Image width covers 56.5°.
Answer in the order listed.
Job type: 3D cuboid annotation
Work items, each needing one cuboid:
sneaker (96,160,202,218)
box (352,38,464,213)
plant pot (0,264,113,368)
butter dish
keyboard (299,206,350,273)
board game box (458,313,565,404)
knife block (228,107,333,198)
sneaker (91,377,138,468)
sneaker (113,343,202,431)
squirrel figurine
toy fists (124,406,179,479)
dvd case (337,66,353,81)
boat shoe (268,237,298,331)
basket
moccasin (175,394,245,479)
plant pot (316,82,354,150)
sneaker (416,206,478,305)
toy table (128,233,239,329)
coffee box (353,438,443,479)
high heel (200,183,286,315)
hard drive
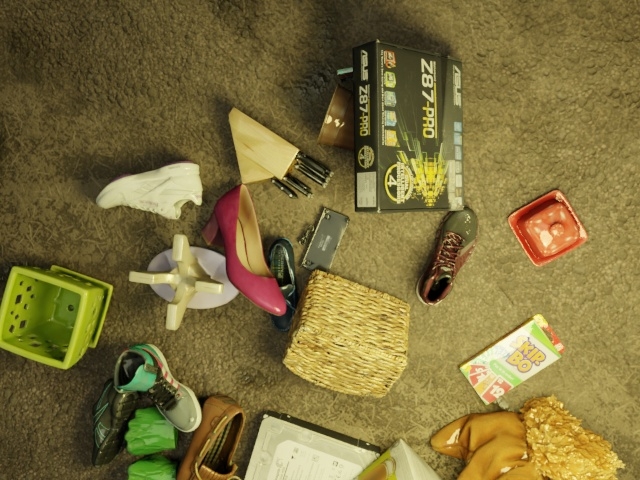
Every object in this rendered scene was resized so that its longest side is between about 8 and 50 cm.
[{"bbox_3d":[-0.471,-0.119,1.642,0.305,0.114,0.152,-14,90,8],"label":"sneaker"},{"bbox_3d":[0.221,-0.264,1.467,0.097,0.318,0.394,2,94,49],"label":"box"},{"bbox_3d":[-0.719,0.195,1.645,0.228,0.207,0.227,18,96,5],"label":"plant pot"},{"bbox_3d":[0.589,-0.028,1.516,0.160,0.118,0.160,-30,90,8],"label":"butter dish"},{"bbox_3d":[0.000,0.000,1.639,0.108,0.023,0.180,22,95,-1],"label":"keyboard"},{"bbox_3d":[0.513,0.316,1.589,0.259,0.039,0.124,-36,89,5],"label":"board game box"},{"bbox_3d":[-0.101,-0.239,1.605,0.242,0.088,0.275,-12,91,7],"label":"knife block"},{"bbox_3d":[-0.607,0.525,1.720,0.106,0.101,0.267,24,97,27],"label":"sneaker"},{"bbox_3d":[-0.449,0.393,1.601,0.124,0.178,0.295,-46,70,4],"label":"sneaker"},{"bbox_3d":[0.498,0.555,1.432,0.397,0.370,0.281,-36,88,7],"label":"squirrel figurine"},{"bbox_3d":[-0.479,0.613,1.697,0.142,0.096,0.279,-1,92,-6],"label":"toy fists"},{"bbox_3d":[0.092,-0.435,1.554,0.087,0.119,0.013,-9,92,8],"label":"dvd case"},{"bbox_3d":[-0.118,0.125,1.626,0.109,0.089,0.258,-8,92,7],"label":"boat shoe"},{"bbox_3d":[0.069,0.257,1.584,0.299,0.223,0.213,19,130,-6],"label":"basket"},{"bbox_3d":[-0.295,0.624,1.644,0.147,0.139,0.380,21,89,45],"label":"moccasin"},{"bbox_3d":[0.094,-0.301,1.549,0.165,0.167,0.166,20,95,-3],"label":"plant pot"},{"bbox_3d":[0.336,0.049,1.529,0.106,0.162,0.281,21,96,5],"label":"sneaker"},{"bbox_3d":[-0.364,0.105,1.621,0.274,0.161,0.252,-5,92,8],"label":"toy table"},{"bbox_3d":[0.213,0.781,1.454,0.334,0.337,0.338,-43,99,7],"label":"coffee box"},{"bbox_3d":[-0.174,0.018,1.554,0.377,0.127,0.181,46,107,27],"label":"high heel"},{"bbox_3d":[-0.027,0.636,1.658,0.339,0.064,0.236,18,95,6],"label":"hard drive"}]
